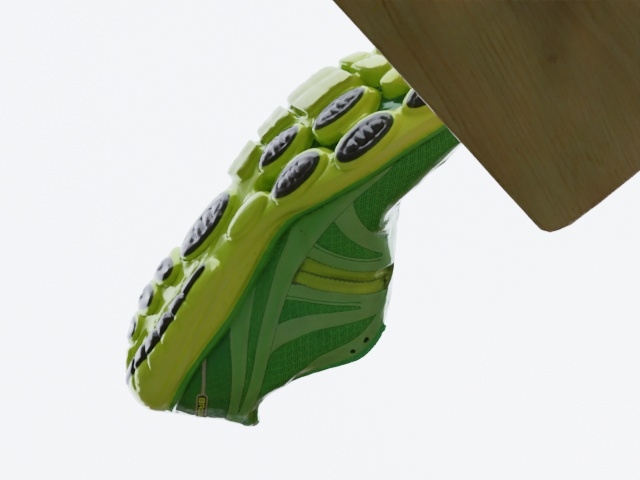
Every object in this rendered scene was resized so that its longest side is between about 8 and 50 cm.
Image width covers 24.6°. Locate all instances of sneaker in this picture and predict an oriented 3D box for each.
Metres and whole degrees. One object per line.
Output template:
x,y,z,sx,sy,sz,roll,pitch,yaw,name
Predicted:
0.000,0.000,0.885,0.123,0.109,0.295,28,-62,-31,sneaker

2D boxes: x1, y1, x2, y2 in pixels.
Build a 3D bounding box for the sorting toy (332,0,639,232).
0.089,-0.173,0.444,0.255,0.089,0.257,-40,-52,10,sorting toy
